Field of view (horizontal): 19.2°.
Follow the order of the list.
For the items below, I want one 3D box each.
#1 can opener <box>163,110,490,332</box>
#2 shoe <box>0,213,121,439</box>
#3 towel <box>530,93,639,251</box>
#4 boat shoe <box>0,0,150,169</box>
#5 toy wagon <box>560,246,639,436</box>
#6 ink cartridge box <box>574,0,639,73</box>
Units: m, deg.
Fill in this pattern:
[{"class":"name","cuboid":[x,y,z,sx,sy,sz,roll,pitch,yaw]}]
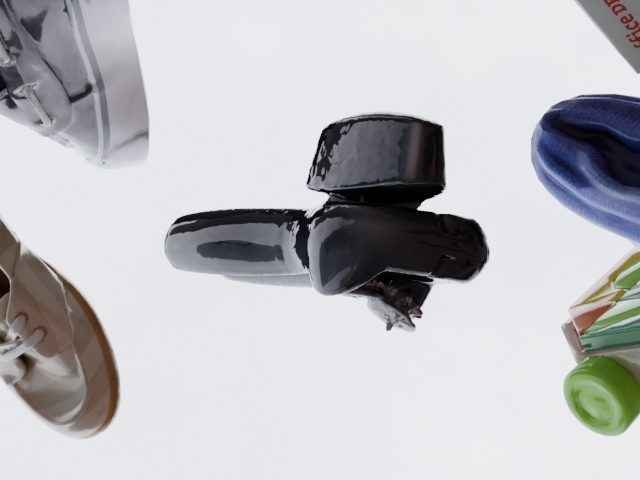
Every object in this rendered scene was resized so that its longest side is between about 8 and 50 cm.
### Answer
[{"class":"can opener","cuboid":[0.000,0.000,0.721,0.059,0.186,0.073,21,-106,-26]},{"class":"shoe","cuboid":[-0.193,0.024,1.070,0.219,0.076,0.058,55,-150,9]},{"class":"towel","cuboid":[0.208,0.072,0.458,0.336,0.243,0.040,37,-101,-52]},{"class":"boat shoe","cuboid":[-0.154,-0.110,1.032,0.102,0.301,0.108,-15,-104,-6]},{"class":"toy wagon","cuboid":[0.328,0.027,1.291,0.267,0.344,0.068,-38,-75,-38]},{"class":"ink cartridge box","cuboid":[0.259,-0.220,1.257,0.153,0.208,0.087,36,-148,-49]}]
